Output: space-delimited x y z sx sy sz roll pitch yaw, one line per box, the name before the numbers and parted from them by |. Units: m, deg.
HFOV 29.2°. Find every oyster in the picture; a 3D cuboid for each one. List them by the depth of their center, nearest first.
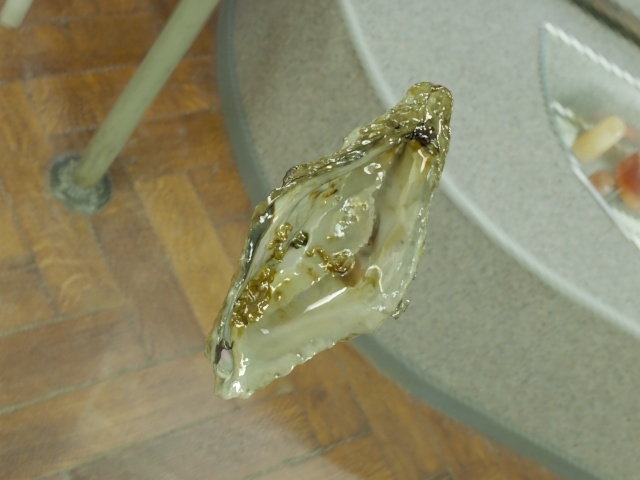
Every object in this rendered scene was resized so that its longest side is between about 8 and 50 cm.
oyster | 0.001 0.001 0.318 0.093 0.051 0.034 -41 54 -14
